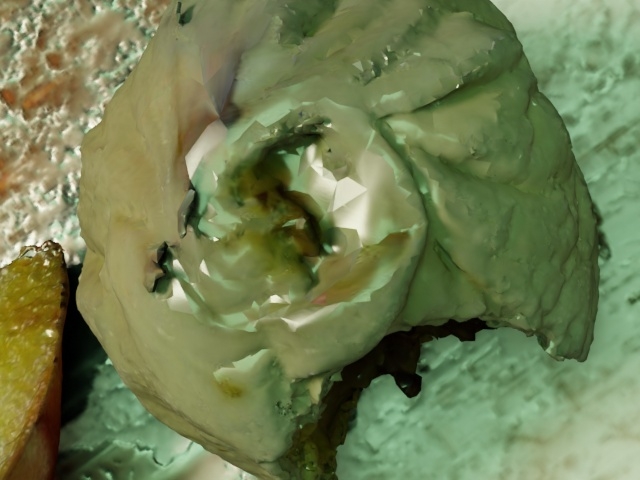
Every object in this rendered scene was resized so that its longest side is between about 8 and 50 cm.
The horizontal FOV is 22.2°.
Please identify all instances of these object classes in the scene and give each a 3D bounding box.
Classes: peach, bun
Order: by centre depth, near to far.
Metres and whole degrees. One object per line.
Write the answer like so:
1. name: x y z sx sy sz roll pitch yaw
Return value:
1. bun: -0.005 -0.014 0.812 0.282 0.205 0.281 -3 78 12
2. peach: -0.212 0.124 0.890 0.189 0.068 0.279 18 63 41
